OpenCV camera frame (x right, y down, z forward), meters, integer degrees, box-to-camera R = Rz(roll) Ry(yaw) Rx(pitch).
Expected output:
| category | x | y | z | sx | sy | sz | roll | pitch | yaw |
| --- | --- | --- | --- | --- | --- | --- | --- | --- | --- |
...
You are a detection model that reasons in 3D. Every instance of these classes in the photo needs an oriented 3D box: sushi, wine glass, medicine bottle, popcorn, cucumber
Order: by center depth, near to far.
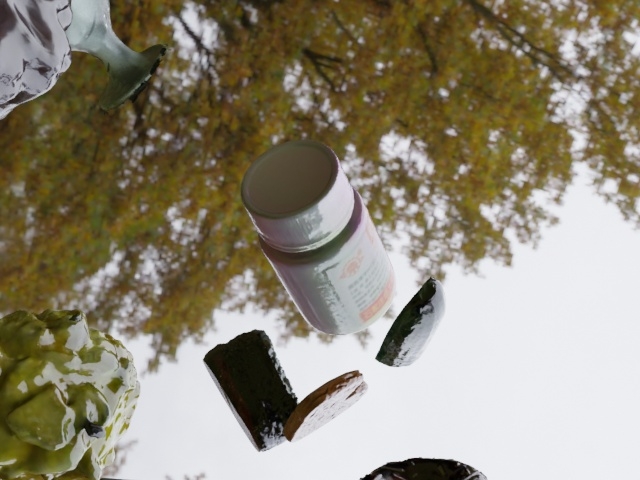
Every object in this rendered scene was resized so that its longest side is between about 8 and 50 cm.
| category | x | y | z | sx | sy | sz | roll | pitch | yaw |
| --- | --- | --- | --- | --- | --- | --- | --- | --- | --- |
| popcorn | -0.291 | 0.178 | 1.041 | 0.169 | 0.218 | 0.189 | -19 | -127 | 34 |
| cucumber | 0.161 | 0.137 | 1.587 | 0.115 | 0.063 | 0.244 | -46 | 165 | -21 |
| wine glass | -0.437 | -0.402 | 1.682 | 0.190 | 0.357 | 0.191 | -32 | -147 | 23 |
| sushi | -0.118 | 0.277 | 1.805 | 0.225 | 0.126 | 0.136 | 57 | -15 | 15 |
| medicine bottle | 0.000 | 0.000 | 1.883 | 0.219 | 0.388 | 0.219 | -12 | -131 | 15 |

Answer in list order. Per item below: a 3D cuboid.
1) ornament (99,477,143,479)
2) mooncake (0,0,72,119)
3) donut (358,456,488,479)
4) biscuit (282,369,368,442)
| category | x | y | z | sx | sy | sz | roll | pitch | yaw |
| --- | --- | --- | --- | --- | --- | --- | --- | --- | --- |
| ornament | -0.181 | 0.344 | 0.833 | 0.130 | 0.120 | 0.285 | -107 | -141 | -73 |
| mooncake | -0.529 | -0.341 | 1.362 | 0.212 | 0.381 | 0.351 | -19 | -135 | 29 |
| donut | 0.150 | 0.384 | 1.403 | 0.235 | 0.235 | 0.089 | 6 | -77 | 60 |
| biscuit | 0.019 | 0.269 | 1.642 | 0.036 | 0.186 | 0.192 | 53 | -30 | 17 |
